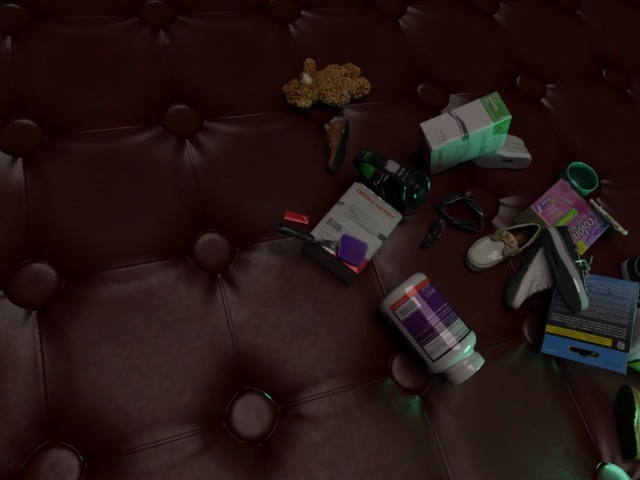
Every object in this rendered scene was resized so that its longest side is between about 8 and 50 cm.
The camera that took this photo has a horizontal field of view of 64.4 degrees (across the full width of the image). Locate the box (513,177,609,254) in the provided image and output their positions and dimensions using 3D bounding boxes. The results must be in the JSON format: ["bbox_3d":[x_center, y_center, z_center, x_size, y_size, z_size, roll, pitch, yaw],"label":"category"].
[{"bbox_3d":[0.876,-0.065,1.854,0.213,0.117,0.243,-35,78,-26],"label":"box"}]

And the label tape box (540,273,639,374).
[{"bbox_3d":[0.866,0.270,1.641,0.240,0.106,0.334,12,57,29],"label":"label tape box"}]

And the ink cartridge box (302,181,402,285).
[{"bbox_3d":[0.105,-0.026,1.643,0.197,0.114,0.273,38,64,6],"label":"ink cartridge box"}]

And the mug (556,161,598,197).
[{"bbox_3d":[0.971,-0.226,1.965,0.157,0.097,0.130,9,64,-9],"label":"mug"}]

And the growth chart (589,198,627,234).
[{"bbox_3d":[1.058,-0.090,1.880,0.237,0.021,0.172,9,41,-52],"label":"growth chart"}]

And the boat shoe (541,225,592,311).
[{"bbox_3d":[0.826,0.085,1.664,0.104,0.113,0.306,-8,54,-1],"label":"boat shoe"}]

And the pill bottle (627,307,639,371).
[{"bbox_3d":[1.140,0.381,1.664,0.333,0.188,0.188,31,62,-3],"label":"pill bottle"}]

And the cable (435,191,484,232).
[{"bbox_3d":[0.502,-0.111,1.822,0.184,0.047,0.151,16,62,-5],"label":"cable"}]

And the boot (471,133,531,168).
[{"bbox_3d":[0.684,-0.352,1.969,0.258,0.095,0.124,6,54,-16],"label":"boot"}]

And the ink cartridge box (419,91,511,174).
[{"bbox_3d":[0.502,-0.373,1.801,0.289,0.211,0.122,-22,70,3],"label":"ink cartridge box"}]

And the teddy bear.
[{"bbox_3d":[0.027,-0.589,1.895,0.337,0.113,0.245,-3,64,-15],"label":"teddy bear"}]

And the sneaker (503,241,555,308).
[{"bbox_3d":[0.733,0.132,1.734,0.129,0.111,0.297,44,63,3],"label":"sneaker"}]

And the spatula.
[{"bbox_3d":[0.000,0.000,1.526,0.296,0.030,0.084,16,67,-4],"label":"spatula"}]

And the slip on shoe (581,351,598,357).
[{"bbox_3d":[0.937,0.389,1.696,0.135,0.041,0.052,2,65,-13],"label":"slip on shoe"}]

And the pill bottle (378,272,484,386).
[{"bbox_3d":[0.334,0.267,1.525,0.181,0.181,0.323,-33,77,-25],"label":"pill bottle"}]

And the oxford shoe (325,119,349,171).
[{"bbox_3d":[0.049,-0.335,1.815,0.076,0.076,0.212,3,63,21],"label":"oxford shoe"}]

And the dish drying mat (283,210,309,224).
[{"bbox_3d":[-0.078,-0.075,1.681,0.083,0.008,0.032,14,64,-8],"label":"dish drying mat"}]

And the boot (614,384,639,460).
[{"bbox_3d":[1.084,0.594,1.616,0.269,0.089,0.236,9,74,-10],"label":"boot"}]

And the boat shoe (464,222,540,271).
[{"bbox_3d":[0.633,0.009,1.765,0.302,0.103,0.113,-25,74,-23],"label":"boat shoe"}]

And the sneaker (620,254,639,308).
[{"bbox_3d":[1.178,0.176,1.794,0.099,0.153,0.282,-2,66,-14],"label":"sneaker"}]

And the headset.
[{"bbox_3d":[0.262,-0.147,1.695,0.394,0.243,0.185,35,86,-16],"label":"headset"}]
